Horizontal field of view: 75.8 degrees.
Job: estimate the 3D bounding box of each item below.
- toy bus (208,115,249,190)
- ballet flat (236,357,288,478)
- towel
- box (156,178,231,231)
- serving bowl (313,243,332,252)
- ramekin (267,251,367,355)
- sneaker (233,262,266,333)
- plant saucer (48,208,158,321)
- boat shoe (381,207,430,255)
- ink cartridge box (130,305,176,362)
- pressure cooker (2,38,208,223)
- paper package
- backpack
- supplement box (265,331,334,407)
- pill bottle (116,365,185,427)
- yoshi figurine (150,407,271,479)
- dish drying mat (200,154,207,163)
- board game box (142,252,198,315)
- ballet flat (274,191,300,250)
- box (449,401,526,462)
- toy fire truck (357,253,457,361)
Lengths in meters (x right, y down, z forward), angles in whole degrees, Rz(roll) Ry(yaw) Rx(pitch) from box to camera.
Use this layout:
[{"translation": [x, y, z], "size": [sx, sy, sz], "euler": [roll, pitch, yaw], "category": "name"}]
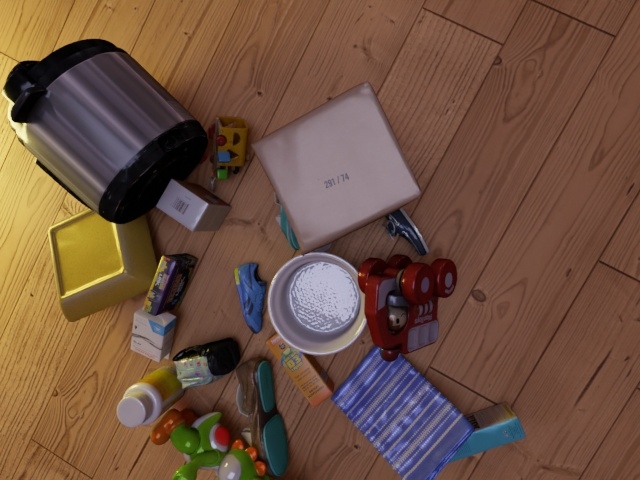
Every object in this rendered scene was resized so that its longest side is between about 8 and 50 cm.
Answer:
[{"translation": [-0.260, -0.255, 1.191], "size": [0.104, 0.202, 0.191], "euler": [-3, 84, -22], "category": "toy bus"}, {"translation": [-0.185, 0.518, 1.212], "size": [0.123, 0.116, 0.343], "euler": [-12, 91, 28], "category": "ballet flat"}, {"translation": [0.213, 0.472, 1.125], "size": [0.336, 0.040, 0.243], "euler": [42, 96, 27], "category": "towel"}, {"translation": [-0.357, -0.098, 1.178], "size": [0.130, 0.170, 0.091], "euler": [33, 97, 6], "category": "box"}, {"translation": [0.000, 0.000, 1.198], "size": [0.083, 0.027, 0.084], "euler": [-6, 72, 18], "category": "serving bowl"}, {"translation": [0.002, 0.167, 1.155], "size": [0.276, 0.135, 0.278], "euler": [0, 91, 8], "category": "ramekin"}, {"translation": [-0.193, 0.169, 1.215], "size": [0.082, 0.069, 0.210], "euler": [-13, 90, 4], "category": "sneaker"}, {"translation": [-0.674, 0.033, 1.230], "size": [0.332, 0.081, 0.333], "euler": [-22, 73, 9], "category": "plant saucer"}, {"translation": [0.207, -0.056, 1.140], "size": [0.079, 0.095, 0.255], "euler": [-35, 85, 6], "category": "boat shoe"}, {"translation": [-0.504, 0.292, 1.234], "size": [0.104, 0.060, 0.180], "euler": [22, 117, 7], "category": "ink cartridge box"}, {"translation": [-0.560, -0.302, 1.086], "size": [0.420, 0.369, 0.376], "euler": [44, 64, -7], "category": "pressure cooker"}, {"translation": [0.043, -0.173, 1.034], "size": [0.324, 0.168, 0.310], "euler": [-26, 92, 11], "category": "paper package"}, {"translation": [-0.343, 0.362, 1.206], "size": [0.181, 0.152, 0.115], "euler": [-18, 80, 20], "category": "backpack"}, {"translation": [-0.059, 0.361, 1.198], "size": [0.078, 0.080, 0.234], "euler": [-38, 84, 5], "category": "supplement box"}, {"translation": [-0.485, 0.450, 1.189], "size": [0.117, 0.215, 0.118], "euler": [0, 91, 8], "category": "pill bottle"}, {"translation": [-0.314, 0.645, 1.160], "size": [0.361, 0.203, 0.203], "euler": [26, 125, 20], "category": "yoshi figurine"}, {"translation": [-0.383, -0.273, 1.259], "size": [0.032, 0.008, 0.083], "euler": [-43, 85, 6], "category": "dish drying mat"}, {"translation": [-0.438, 0.125, 1.211], "size": [0.048, 0.141, 0.171], "euler": [23, 95, 7], "category": "board game box"}, {"translation": [-0.091, -0.094, 1.197], "size": [0.087, 0.083, 0.248], "euler": [-2, 91, 38], "category": "ballet flat"}, {"translation": [0.418, 0.528, 1.125], "size": [0.244, 0.100, 0.060], "euler": [-23, 88, 8], "category": "box"}, {"translation": [0.221, 0.172, 1.054], "size": [0.169, 0.302, 0.254], "euler": [4, 95, 43], "category": "toy fire truck"}]
